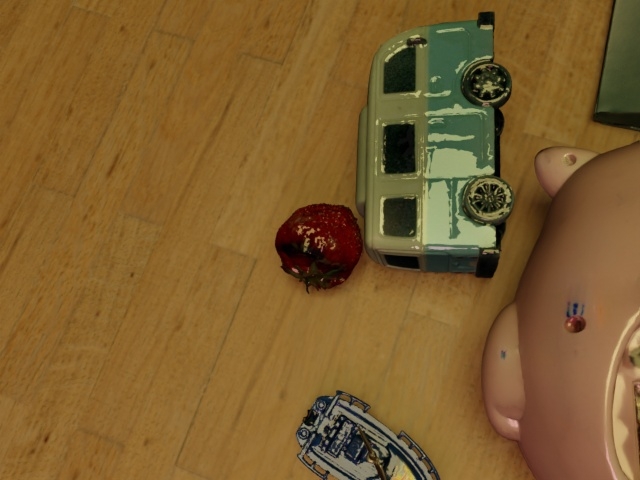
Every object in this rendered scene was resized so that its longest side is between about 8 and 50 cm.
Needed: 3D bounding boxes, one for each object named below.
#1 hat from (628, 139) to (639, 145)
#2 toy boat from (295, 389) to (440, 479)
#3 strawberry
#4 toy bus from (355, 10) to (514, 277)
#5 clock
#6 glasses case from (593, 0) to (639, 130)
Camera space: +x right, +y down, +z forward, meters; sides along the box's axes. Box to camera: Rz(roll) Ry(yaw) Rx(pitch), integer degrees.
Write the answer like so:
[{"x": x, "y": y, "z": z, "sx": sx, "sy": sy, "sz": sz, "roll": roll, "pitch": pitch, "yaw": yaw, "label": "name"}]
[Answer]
[{"x": 0.373, "y": -0.085, "z": 0.785, "sx": 0.087, "sy": 0.042, "sz": 0.058, "roll": -5, "pitch": 70, "yaw": -31, "label": "hat"}, {"x": 0.054, "y": 0.223, "z": 0.692, "sx": 0.175, "sy": 0.110, "sz": 0.091, "roll": 31, "pitch": 80, "yaw": 12, "label": "toy boat"}, {"x": 0.001, "y": 0.000, "z": 0.772, "sx": 0.106, "sy": 0.106, "sz": 0.106, "roll": -2, "pitch": 74, "yaw": 6, "label": "strawberry"}, {"x": 0.124, "y": -0.102, "z": 0.765, "sx": 0.164, "sy": 0.133, "sz": 0.271, "roll": 0, "pitch": 77, "yaw": 11, "label": "toy bus"}, {"x": 0.335, "y": 0.081, "z": 0.627, "sx": 0.368, "sy": 0.250, "sz": 0.377, "roll": 1, "pitch": 75, "yaw": 8, "label": "clock"}, {"x": 0.403, "y": -0.259, "z": 0.827, "sx": 0.105, "sy": 0.056, "sz": 0.266, "roll": 6, "pitch": 74, "yaw": 33, "label": "glasses case"}]
